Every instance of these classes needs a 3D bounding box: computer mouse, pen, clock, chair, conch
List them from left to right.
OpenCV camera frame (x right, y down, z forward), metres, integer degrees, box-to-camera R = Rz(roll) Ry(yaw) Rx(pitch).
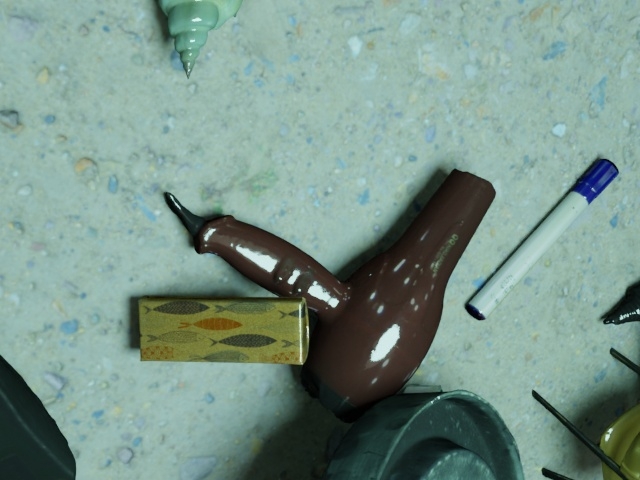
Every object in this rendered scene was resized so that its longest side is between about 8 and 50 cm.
[{"bbox_3d":[-0.338,0.165,0.777,0.137,0.086,0.270,-29,122,-8],"label":"computer mouse"},{"bbox_3d":[-0.109,-0.242,0.804,0.088,0.065,0.180,8,90,-26],"label":"conch"},{"bbox_3d":[0.111,0.348,0.877,0.386,0.076,0.386,7,81,-53],"label":"clock"},{"bbox_3d":[0.284,-0.001,1.073,0.269,0.033,0.033,-46,117,-10],"label":"pen"},{"bbox_3d":[0.412,0.257,1.077,0.158,0.247,0.172,-21,112,-20],"label":"chair"}]

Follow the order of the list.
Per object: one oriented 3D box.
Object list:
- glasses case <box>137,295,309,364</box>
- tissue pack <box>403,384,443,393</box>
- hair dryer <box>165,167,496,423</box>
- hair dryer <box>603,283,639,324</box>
[{"bbox_3d":[-0.098,0.089,0.853,0.169,0.041,0.065,0,96,10],"label":"glasses case"},{"bbox_3d":[0.120,0.246,1.031,0.085,0.079,0.111,-53,127,-47],"label":"tissue pack"},{"bbox_3d":[0.000,0.000,0.908,0.340,0.123,0.313,32,83,-18],"label":"hair dryer"},{"bbox_3d":[0.549,0.061,1.195,0.352,0.107,0.189,-24,114,-11],"label":"hair dryer"}]
